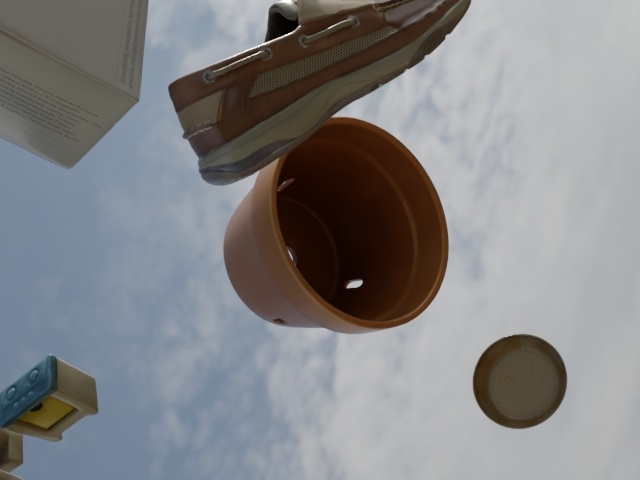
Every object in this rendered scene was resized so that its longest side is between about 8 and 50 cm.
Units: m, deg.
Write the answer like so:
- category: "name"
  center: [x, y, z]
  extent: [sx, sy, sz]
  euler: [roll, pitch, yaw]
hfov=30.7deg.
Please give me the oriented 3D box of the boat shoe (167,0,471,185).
- category: "boat shoe"
  center: [0.005, -0.175, 1.043]
  extent: [0.324, 0.123, 0.116]
  euler: [-37, -82, -27]

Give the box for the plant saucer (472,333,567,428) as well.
- category: "plant saucer"
  center: [0.174, 0.123, 1.008]
  extent: [0.015, 0.083, 0.083]
  euler: [37, -111, -60]

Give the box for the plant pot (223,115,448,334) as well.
- category: "plant pot"
  center: [0.000, 0.000, 1.592]
  extent: [0.291, 0.203, 0.291]
  euler: [14, -114, -34]

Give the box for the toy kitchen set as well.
- category: "toy kitchen set"
  center: [-0.297, 0.229, 1.080]
  extent: [0.122, 0.166, 0.207]
  euler: [30, -145, -41]

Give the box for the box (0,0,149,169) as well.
- category: "box"
  center: [-0.264, -0.194, 1.056]
  extent: [0.182, 0.119, 0.181]
  euler: [27, -137, -31]
